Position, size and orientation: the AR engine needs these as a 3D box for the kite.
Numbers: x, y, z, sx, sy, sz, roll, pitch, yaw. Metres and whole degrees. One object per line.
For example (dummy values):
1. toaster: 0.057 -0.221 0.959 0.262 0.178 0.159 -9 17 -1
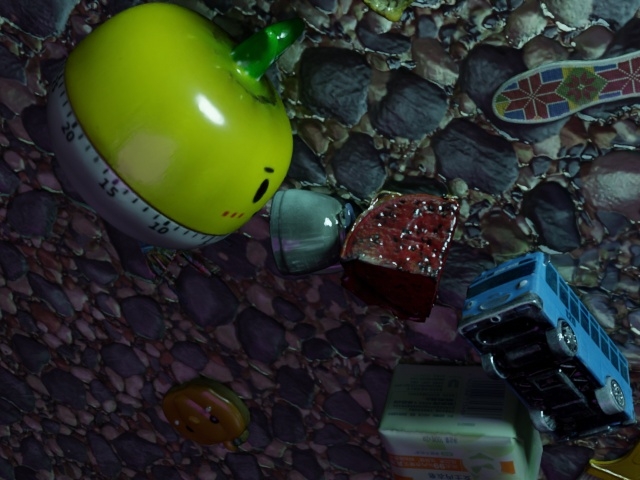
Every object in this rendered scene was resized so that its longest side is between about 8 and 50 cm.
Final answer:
1. kite: -0.224 0.006 1.075 0.160 0.010 0.183 38 127 -3

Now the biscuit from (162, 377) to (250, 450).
1. biscuit: -0.203 0.321 1.275 0.170 0.050 0.170 12 129 15

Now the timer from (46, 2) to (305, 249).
1. timer: -0.125 -0.150 0.768 0.285 0.285 0.285 11 128 15

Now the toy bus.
1. toy bus: 0.277 0.129 0.875 0.116 0.134 0.234 -27 116 35

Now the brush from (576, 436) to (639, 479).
1. brush: 0.457 0.296 1.005 0.103 0.013 0.272 21 129 7

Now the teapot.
1. teapot: -0.002 0.004 0.918 0.108 0.111 0.149 -3 121 13

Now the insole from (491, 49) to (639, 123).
1. insole: 0.273 -0.160 0.744 0.193 0.006 0.065 -7 122 27

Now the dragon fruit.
1. dragon fruit: 0.101 0.020 0.896 0.120 0.127 0.161 17 151 15

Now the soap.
1. soap: 0.203 0.287 1.022 0.199 0.138 0.182 -3 124 24

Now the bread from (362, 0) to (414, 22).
1. bread: 0.049 -0.290 0.667 0.086 0.125 0.156 -31 111 28
